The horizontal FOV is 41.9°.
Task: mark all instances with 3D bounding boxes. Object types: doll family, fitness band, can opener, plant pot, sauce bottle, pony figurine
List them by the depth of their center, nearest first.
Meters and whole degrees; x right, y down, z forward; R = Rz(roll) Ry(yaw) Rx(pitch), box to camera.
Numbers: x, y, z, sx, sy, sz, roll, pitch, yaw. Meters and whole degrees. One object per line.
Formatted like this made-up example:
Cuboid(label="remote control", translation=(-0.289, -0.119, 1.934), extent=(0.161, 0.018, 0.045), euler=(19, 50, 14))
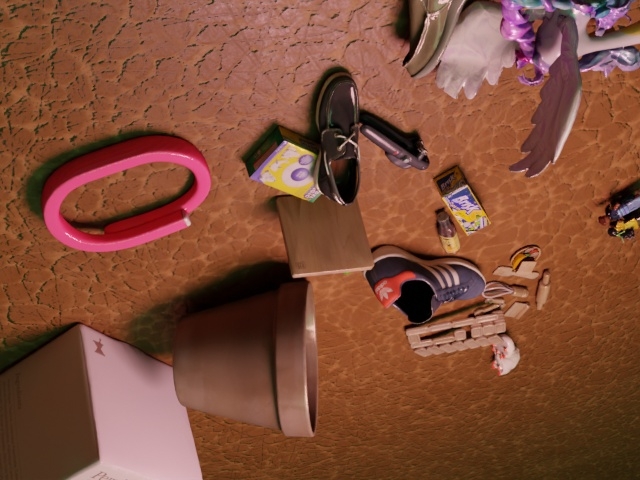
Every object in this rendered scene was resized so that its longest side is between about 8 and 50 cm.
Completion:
Cuboid(label="pony figurine", translation=(0.365, -0.320, 1.290), extent=(0.363, 0.303, 0.351), euler=(-16, 138, -30))
Cuboid(label="fitness band", translation=(-0.329, -0.076, 1.432), extent=(0.290, 0.054, 0.209), euler=(-20, 144, -2))
Cuboid(label="can opener", translation=(0.132, -0.173, 1.514), extent=(0.073, 0.059, 0.186), euler=(-38, 141, 24))
Cuboid(label="plant pot", translation=(-0.153, 0.253, 1.761), extent=(0.280, 0.323, 0.323), euler=(-3, 144, 4))
Cuboid(label="sauce bottle", translation=(0.272, -0.017, 1.796), extent=(0.042, 0.042, 0.128), euler=(-24, 142, 5))
Cuboid(label="doll family", translation=(0.698, -0.055, 1.923), extent=(0.111, 0.076, 0.193), euler=(-26, 139, 16))

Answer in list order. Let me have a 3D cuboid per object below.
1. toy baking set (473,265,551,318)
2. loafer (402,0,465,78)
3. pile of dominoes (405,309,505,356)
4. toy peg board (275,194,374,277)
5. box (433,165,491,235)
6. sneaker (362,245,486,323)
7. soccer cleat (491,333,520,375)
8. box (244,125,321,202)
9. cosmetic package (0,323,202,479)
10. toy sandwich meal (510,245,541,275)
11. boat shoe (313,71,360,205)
Cuboid(label="toy baking set", translation=(0.489, 0.138, 2.105), extent=(0.196, 0.030, 0.256), euler=(-13, 143, -9))
Cuboid(label="loafer", translation=(0.173, -0.363, 1.279), extent=(0.087, 0.094, 0.251), euler=(20, 131, -3))
Cuboid(label="pile of dominoes", translation=(0.351, 0.234, 2.166), extent=(0.251, 0.040, 0.196), euler=(-11, 150, 6))
Cuboid(label="toy peg board", translation=(0.000, 0.000, 1.604), extent=(0.160, 0.161, 0.079), euler=(-6, 156, -18))
Cuboid(label="box", translation=(0.291, -0.079, 1.713), extent=(0.059, 0.054, 0.169), euler=(-29, 144, 13))
Cuboid(label="sneaker", translation=(0.248, 0.120, 1.871), extent=(0.350, 0.148, 0.131), euler=(10, 135, -34))
Cuboid(label="soccer cleat", translation=(0.517, 0.306, 2.314), extent=(0.076, 0.068, 0.196), euler=(-29, 147, -12))
Cuboid(label="box", translation=(-0.035, -0.130, 1.507), extent=(0.179, 0.043, 0.105), euler=(17, 130, -41))
Cuboid(label="cosmetic package", translation=(-0.525, 0.446, 1.785), extent=(0.393, 0.327, 0.329), euler=(-32, 142, 15))
Cuboid(label="toy sandwich meal", translation=(0.489, 0.048, 1.988), extent=(0.085, 0.029, 0.086), euler=(-13, 142, -10))
Cuboid(label="boat shoe", translation=(0.040, -0.170, 1.427), extent=(0.084, 0.079, 0.233), euler=(-13, 125, -25))
